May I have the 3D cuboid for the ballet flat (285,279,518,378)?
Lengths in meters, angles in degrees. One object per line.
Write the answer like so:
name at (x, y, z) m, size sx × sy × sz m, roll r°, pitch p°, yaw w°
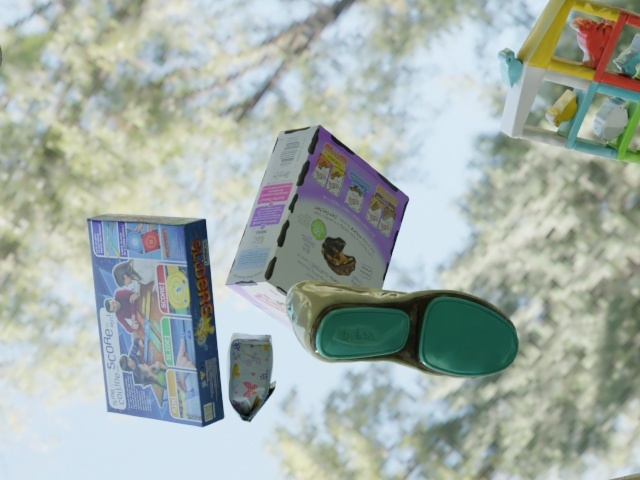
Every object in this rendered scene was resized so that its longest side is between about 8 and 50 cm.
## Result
ballet flat at (0.073, 0.077, 1.504) m, size 0.248 × 0.086 × 0.086 m, roll 11°, pitch -142°, yaw -35°

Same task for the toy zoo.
toy zoo at (0.349, -0.207, 2.079) m, size 0.293 × 0.192 × 0.030 m, roll 10°, pitch -160°, yaw -32°

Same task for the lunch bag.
lunch bag at (-0.070, 0.139, 1.645) m, size 0.053 × 0.083 × 0.071 m, roll 5°, pitch -178°, yaw -2°

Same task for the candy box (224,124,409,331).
candy box at (0.000, 0.000, 1.777) m, size 0.165 × 0.070 × 0.196 m, roll 38°, pitch -120°, yaw -37°

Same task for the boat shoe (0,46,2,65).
boat shoe at (-0.406, -0.157, 1.383) m, size 0.258 × 0.084 × 0.095 m, roll 4°, pitch -108°, yaw -19°

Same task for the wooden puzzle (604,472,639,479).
wooden puzzle at (0.303, 0.379, 1.579) m, size 0.080 × 0.322 × 0.348 m, roll -64°, pitch -46°, yaw -62°

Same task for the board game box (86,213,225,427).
board game box at (-0.163, 0.076, 1.597) m, size 0.136 × 0.201 × 0.035 m, roll 4°, pitch -167°, yaw 38°
